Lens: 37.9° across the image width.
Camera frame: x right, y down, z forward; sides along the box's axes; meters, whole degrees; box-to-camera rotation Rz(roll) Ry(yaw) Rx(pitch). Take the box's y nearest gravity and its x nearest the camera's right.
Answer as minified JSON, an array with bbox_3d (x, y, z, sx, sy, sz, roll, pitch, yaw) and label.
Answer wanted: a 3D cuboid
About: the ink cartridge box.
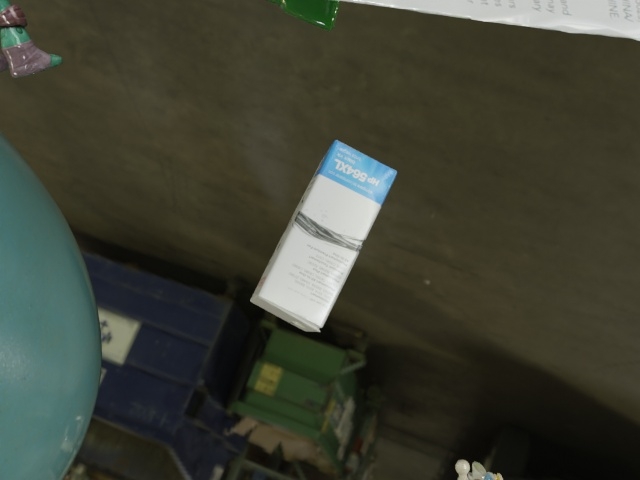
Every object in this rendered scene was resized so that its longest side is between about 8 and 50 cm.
[{"bbox_3d":[0.000,0.000,1.108,0.086,0.203,0.148,28,171,-4],"label":"ink cartridge box"}]

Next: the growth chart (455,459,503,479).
[{"bbox_3d":[0.163,0.294,0.869,0.021,0.172,0.237,-6,-176,-5],"label":"growth chart"}]

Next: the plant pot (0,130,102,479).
[{"bbox_3d":[-0.243,0.039,0.421,0.293,0.293,0.235,10,161,33],"label":"plant pot"}]

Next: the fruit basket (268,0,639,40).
[{"bbox_3d":[0.075,-0.208,0.403,0.353,0.327,0.165,5,151,-13],"label":"fruit basket"}]

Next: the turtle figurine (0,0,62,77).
[{"bbox_3d":[-0.331,-0.276,0.895,0.175,0.118,0.234,20,128,50],"label":"turtle figurine"}]
